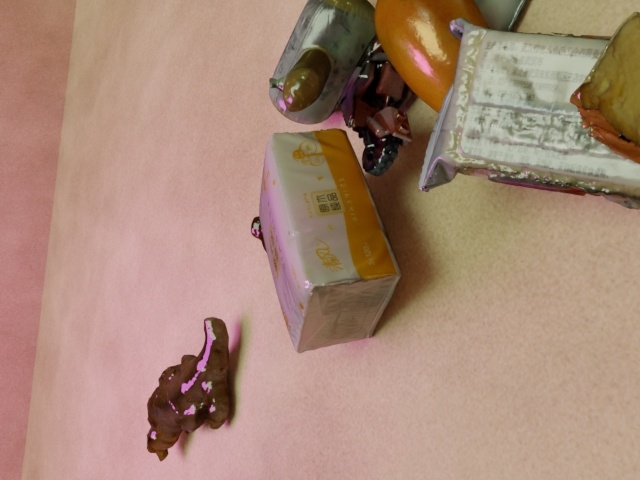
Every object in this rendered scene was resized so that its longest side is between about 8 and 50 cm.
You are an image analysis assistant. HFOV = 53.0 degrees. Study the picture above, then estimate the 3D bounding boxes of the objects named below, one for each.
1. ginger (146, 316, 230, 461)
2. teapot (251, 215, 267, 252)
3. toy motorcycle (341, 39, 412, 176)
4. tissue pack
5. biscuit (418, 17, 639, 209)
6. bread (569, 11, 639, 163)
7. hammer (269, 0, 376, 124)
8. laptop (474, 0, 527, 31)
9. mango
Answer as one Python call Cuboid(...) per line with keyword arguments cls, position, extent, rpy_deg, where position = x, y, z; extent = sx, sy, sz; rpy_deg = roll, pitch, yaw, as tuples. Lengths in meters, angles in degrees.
Cuboid(cls="ginger", position=(-0.237, 0.287, 1.179), extent=(0.333, 0.080, 0.166), rpy_deg=(-43, 65, 31))
Cuboid(cls="teapot", position=(-0.065, -0.016, 0.999), extent=(0.129, 0.078, 0.098), rpy_deg=(14, 94, 54))
Cuboid(cls="toy motorcycle", position=(0.081, -0.183, 0.823), extent=(0.118, 0.084, 0.212), rpy_deg=(-51, 31, 40))
Cuboid(cls="tissue pack", position=(0.000, 0.000, 0.826), extent=(0.185, 0.124, 0.225), rpy_deg=(101, 156, -57))
Cuboid(cls="biscuit", position=(0.235, -0.102, 0.560), extent=(0.309, 0.079, 0.186), rpy_deg=(13, 99, 30))
Cuboid(cls="bread", position=(0.237, -0.104, 0.454), extent=(0.080, 0.109, 0.084), rpy_deg=(35, 100, 31))
Cuboid(cls="hammer", position=(-0.011, -0.223, 0.845), extent=(0.305, 0.113, 0.202), rpy_deg=(-73, 8, -62))
Cuboid(cls="laptop", position=(0.183, -0.371, 0.790), extent=(0.269, 0.015, 0.188), rpy_deg=(46, 119, 47))
Cuboid(cls="mango", position=(0.143, -0.211, 0.722), extent=(0.112, 0.145, 0.219), rpy_deg=(-33, 69, 5))
